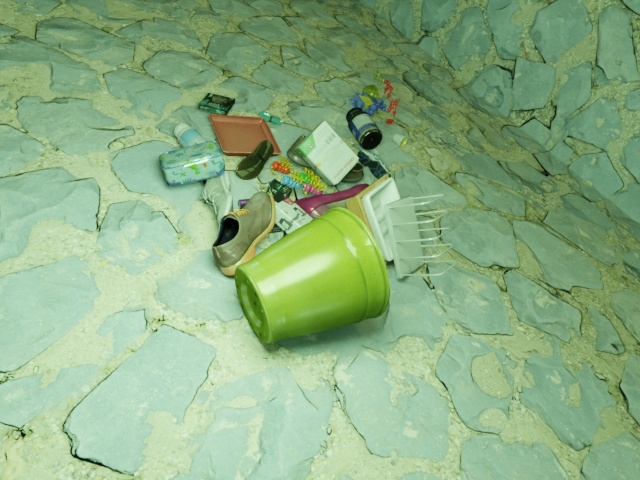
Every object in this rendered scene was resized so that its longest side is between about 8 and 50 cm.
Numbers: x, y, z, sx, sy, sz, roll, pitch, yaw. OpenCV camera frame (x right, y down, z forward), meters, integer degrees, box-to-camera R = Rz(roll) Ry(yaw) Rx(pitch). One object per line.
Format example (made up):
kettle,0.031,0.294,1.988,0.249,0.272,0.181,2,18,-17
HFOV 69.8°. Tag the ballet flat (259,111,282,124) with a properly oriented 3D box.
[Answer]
ballet flat,-0.233,-0.573,2.155,0.115,0.041,0.041,23,42,-4

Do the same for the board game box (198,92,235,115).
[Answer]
board game box,-0.462,-0.612,2.050,0.126,0.026,0.186,12,32,-5

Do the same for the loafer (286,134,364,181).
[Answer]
loafer,0.043,-0.353,1.957,0.366,0.130,0.133,13,27,-28

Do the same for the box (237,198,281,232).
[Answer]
box,-0.223,-0.091,1.685,0.116,0.029,0.162,-7,51,-31

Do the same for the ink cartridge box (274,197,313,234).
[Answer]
ink cartridge box,-0.099,-0.075,1.676,0.150,0.063,0.109,41,31,5

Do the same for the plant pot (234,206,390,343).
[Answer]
plant pot,-0.049,0.127,1.356,0.353,0.366,0.366,-21,59,-25

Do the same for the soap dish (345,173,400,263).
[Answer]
soap dish,0.220,-0.076,1.728,0.229,0.118,0.290,-39,115,-44

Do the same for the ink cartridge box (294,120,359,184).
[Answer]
ink cartridge box,0.027,-0.349,1.853,0.212,0.093,0.154,44,82,-15

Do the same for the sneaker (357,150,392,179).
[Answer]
sneaker,0.267,-0.358,2.147,0.081,0.080,0.211,-23,62,-36

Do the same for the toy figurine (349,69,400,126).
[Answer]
toy figurine,0.252,-0.782,2.489,0.218,0.191,0.362,-3,48,-22

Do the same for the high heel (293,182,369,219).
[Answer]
high heel,0.055,-0.177,1.842,0.181,0.127,0.377,33,38,17

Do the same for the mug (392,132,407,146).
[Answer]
mug,0.414,-0.528,2.415,0.064,0.078,0.062,38,76,26

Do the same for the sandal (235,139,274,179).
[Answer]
sandal,-0.270,-0.324,1.855,0.090,0.060,0.219,48,56,-28

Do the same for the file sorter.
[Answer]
file sorter,0.377,-0.022,1.681,0.193,0.173,0.277,-23,103,-49

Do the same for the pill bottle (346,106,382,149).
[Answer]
pill bottle,0.212,-0.565,2.294,0.123,0.122,0.219,-4,50,-29

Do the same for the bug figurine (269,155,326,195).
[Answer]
bug figurine,-0.094,-0.250,1.837,0.217,0.072,0.279,17,19,-24

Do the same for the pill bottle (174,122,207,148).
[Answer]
pill bottle,-0.502,-0.387,1.799,0.087,0.087,0.160,-27,64,-41

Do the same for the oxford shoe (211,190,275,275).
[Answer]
oxford shoe,-0.248,-0.060,1.517,0.130,0.132,0.363,-5,43,23

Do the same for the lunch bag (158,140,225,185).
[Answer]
lunch bag,-0.462,-0.282,1.658,0.219,0.090,0.176,-19,38,-17

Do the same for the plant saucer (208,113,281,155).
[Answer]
plant saucer,-0.328,-0.442,1.967,0.259,0.047,0.258,-5,51,-29

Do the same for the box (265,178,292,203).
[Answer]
box,-0.163,-0.188,1.784,0.083,0.062,0.052,30,41,4

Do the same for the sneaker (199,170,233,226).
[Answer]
sneaker,-0.371,-0.139,1.629,0.116,0.105,0.281,-6,43,-13
